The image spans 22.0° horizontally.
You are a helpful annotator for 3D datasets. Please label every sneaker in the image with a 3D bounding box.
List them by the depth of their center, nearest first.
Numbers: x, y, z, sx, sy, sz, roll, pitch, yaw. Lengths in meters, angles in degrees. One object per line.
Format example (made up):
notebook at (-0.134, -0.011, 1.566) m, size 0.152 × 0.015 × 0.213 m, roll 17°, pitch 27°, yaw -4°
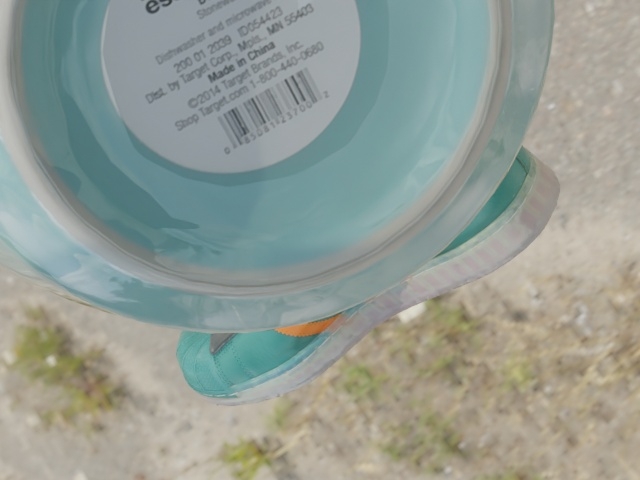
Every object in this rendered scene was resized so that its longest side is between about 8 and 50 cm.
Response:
sneaker at (0.000, 0.000, 1.063) m, size 0.302 × 0.108 × 0.121 m, roll -33°, pitch 121°, yaw 29°

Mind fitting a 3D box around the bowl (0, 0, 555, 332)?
bowl at (-0.036, -0.088, 0.619) m, size 0.163 × 0.312 × 0.311 m, roll -125°, pitch 26°, yaw -66°
